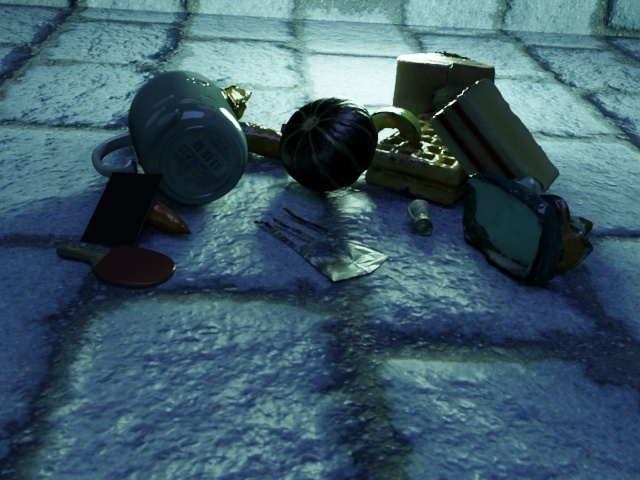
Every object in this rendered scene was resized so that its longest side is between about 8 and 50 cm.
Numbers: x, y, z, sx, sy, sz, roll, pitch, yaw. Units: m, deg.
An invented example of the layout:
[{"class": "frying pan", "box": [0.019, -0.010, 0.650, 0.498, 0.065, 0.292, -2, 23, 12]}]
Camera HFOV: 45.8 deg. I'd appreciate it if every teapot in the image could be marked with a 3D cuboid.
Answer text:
[{"class": "teapot", "box": [0.229, -0.052, 1.741, 0.067, 0.057, 0.083, 24, 29, -22]}]

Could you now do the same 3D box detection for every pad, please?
[{"class": "pad", "box": [-0.424, -0.071, 1.624, 0.127, 0.004, 0.190, 5, 56, 16]}]

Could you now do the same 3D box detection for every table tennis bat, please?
[{"class": "table tennis bat", "box": [-0.411, 0.044, 1.513, 0.247, 0.022, 0.138, 13, 28, 12]}]

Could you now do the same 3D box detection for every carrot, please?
[{"class": "carrot", "box": [-0.363, -0.055, 1.658, 0.205, 0.072, 0.072, 27, 35, 25]}]

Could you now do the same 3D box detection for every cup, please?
[{"class": "cup", "box": [-0.357, -0.221, 1.779, 0.357, 0.259, 0.274, -18, 34, -12]}]

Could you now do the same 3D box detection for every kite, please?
[{"class": "kite", "box": [0.000, 0.002, 1.654, 0.169, 0.015, 0.310, -19, 39, -36]}]

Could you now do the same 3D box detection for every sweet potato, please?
[{"class": "sweet potato", "box": [-0.207, -0.274, 2.049, 0.341, 0.092, 0.114, 7, 45, 6]}]

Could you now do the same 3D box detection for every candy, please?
[{"class": "candy", "box": [0.425, -0.225, 1.845, 0.320, 0.135, 0.179, 51, 39, -4]}]

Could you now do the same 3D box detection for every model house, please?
[{"class": "model house", "box": [0.486, -0.045, 1.652, 0.291, 0.184, 0.253, -7, 26, -29]}]

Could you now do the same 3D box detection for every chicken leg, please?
[{"class": "chicken leg", "box": [-0.297, -0.397, 2.212, 0.211, 0.140, 0.361, 12, 32, 31]}]

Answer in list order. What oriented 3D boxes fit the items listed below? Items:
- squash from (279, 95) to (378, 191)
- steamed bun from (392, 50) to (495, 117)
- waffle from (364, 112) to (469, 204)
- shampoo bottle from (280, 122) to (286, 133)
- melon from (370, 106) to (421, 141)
[{"class": "squash", "box": [0.017, -0.241, 1.882, 0.252, 0.165, 0.252, -21, 49, 25]}, {"class": "steamed bun", "box": [0.364, -0.430, 2.230, 0.301, 0.251, 0.199, 7, 14, 6]}, {"class": "waffle", "box": [0.302, -0.227, 2.021, 0.261, 0.114, 0.376, 14, 31, 24]}, {"class": "shampoo bottle", "box": [0.004, -0.306, 2.168, 0.236, 0.067, 0.068, 7, 19, 6]}, {"class": "melon", "box": [0.195, -0.317, 1.981, 0.160, 0.079, 0.128, 11, 31, 19]}]
